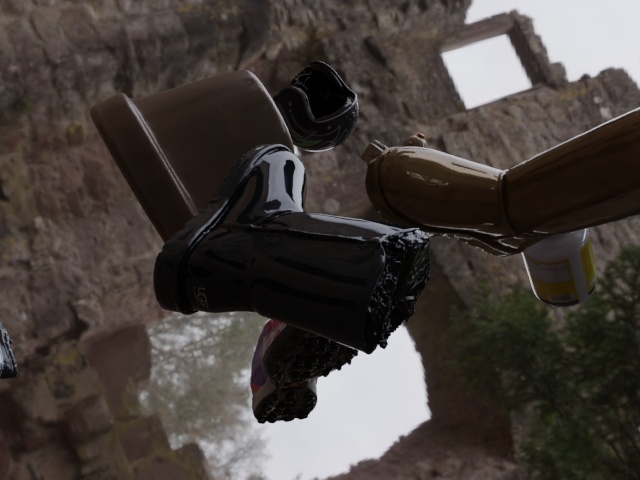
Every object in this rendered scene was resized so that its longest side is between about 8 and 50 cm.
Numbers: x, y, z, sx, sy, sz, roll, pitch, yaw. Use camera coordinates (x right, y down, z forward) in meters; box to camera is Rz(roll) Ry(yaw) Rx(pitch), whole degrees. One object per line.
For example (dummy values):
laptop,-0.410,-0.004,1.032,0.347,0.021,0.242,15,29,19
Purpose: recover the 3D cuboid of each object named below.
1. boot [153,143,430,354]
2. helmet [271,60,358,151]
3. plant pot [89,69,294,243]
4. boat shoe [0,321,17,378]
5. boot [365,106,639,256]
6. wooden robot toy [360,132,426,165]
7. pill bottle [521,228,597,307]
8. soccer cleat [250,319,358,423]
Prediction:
boot,0.000,0.000,0.705,0.207,0.246,0.094,9,-57,20
helmet,-0.008,-0.258,1.598,0.161,0.169,0.169,47,-22,-8
plant pot,-0.169,-0.129,1.156,0.263,0.229,0.263,58,-9,14
boat shoe,-0.498,0.165,1.231,0.049,0.040,0.142,-59,-141,21
boot,0.211,-0.069,0.746,0.269,0.236,0.089,-23,-120,52
wooden robot toy,0.125,-0.137,1.228,0.076,0.173,0.079,42,-74,36
pill bottle,0.358,0.012,1.208,0.103,0.103,0.184,44,-12,46
soccer cleat,-0.030,0.121,0.964,0.318,0.108,0.117,114,-30,-56
